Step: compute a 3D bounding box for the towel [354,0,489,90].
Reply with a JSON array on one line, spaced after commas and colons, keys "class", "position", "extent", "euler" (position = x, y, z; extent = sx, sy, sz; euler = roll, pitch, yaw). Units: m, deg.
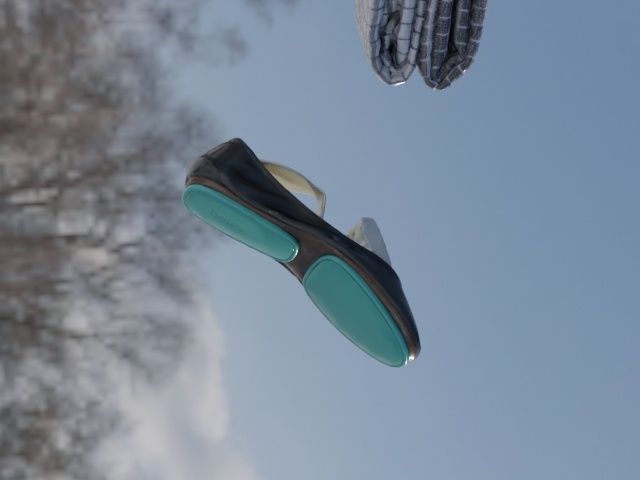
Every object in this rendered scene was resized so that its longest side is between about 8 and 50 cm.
[{"class": "towel", "position": [0.112, -0.317, 1.845], "extent": [0.235, 0.121, 0.284], "euler": [-95, -167, -66]}]

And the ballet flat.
[{"class": "ballet flat", "position": [0.000, 0.000, 1.726], "extent": [0.096, 0.280, 0.095], "euler": [-54, -173, -33]}]
